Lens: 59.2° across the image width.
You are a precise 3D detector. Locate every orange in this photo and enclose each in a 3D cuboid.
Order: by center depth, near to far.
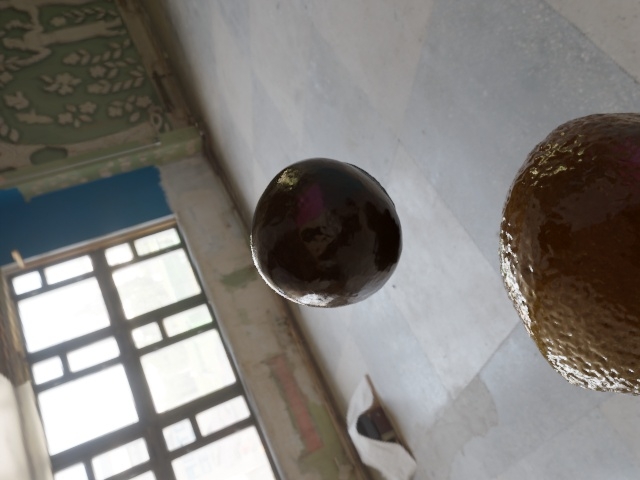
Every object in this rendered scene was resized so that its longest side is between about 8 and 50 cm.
[{"bbox_3d":[0.391,0.021,0.712,0.322,0.322,0.356,-157,65,-65],"label":"orange"}]

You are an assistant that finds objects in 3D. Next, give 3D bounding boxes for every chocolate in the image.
[{"bbox_3d":[0.000,0.000,0.597,0.176,0.177,0.176,54,155,40],"label":"chocolate"}]
